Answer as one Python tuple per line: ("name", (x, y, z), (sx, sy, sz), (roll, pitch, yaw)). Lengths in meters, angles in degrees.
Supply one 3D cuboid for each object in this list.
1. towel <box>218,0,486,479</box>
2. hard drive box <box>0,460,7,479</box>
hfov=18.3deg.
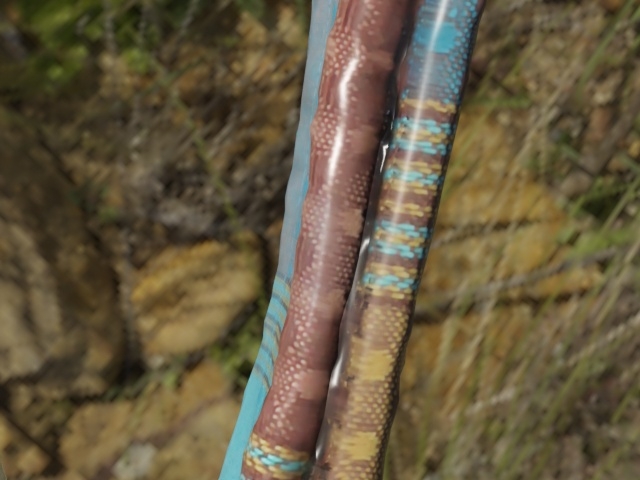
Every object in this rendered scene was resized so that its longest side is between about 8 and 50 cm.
("towel", (0.000, 0.000, 0.542), (0.040, 0.271, 0.370), (11, -178, -1))
("hard drive box", (-0.138, 0.126, 0.404), (0.089, 0.181, 0.232), (71, 174, -57))
